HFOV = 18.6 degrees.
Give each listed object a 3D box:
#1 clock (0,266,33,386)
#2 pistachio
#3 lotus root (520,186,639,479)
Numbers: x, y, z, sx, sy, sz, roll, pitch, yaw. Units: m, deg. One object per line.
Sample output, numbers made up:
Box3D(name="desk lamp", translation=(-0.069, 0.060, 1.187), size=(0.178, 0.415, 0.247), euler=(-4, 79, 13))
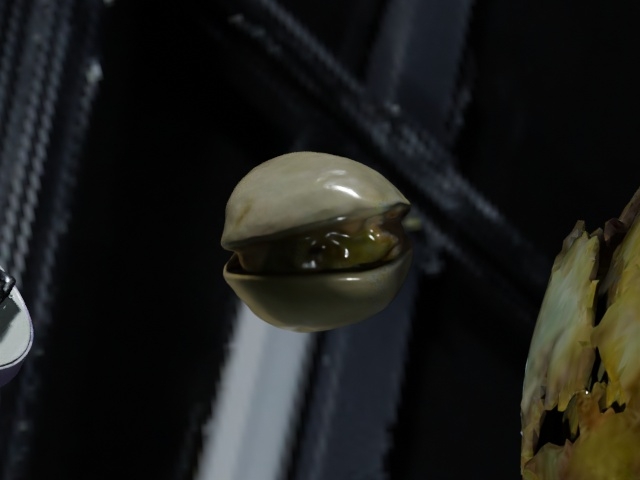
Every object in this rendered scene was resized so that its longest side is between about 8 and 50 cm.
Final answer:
Box3D(name="clock", translation=(-0.357, 0.049, 1.863), size=(0.198, 0.064, 0.172), euler=(32, -147, 0))
Box3D(name="pistachio", translation=(0.000, 0.000, 1.285), size=(0.124, 0.185, 0.124), euler=(-1, -88, -30))
Box3D(name="lotus root", translation=(0.190, -0.010, 0.374), size=(0.397, 0.196, 0.179), euler=(-36, -95, -15))
